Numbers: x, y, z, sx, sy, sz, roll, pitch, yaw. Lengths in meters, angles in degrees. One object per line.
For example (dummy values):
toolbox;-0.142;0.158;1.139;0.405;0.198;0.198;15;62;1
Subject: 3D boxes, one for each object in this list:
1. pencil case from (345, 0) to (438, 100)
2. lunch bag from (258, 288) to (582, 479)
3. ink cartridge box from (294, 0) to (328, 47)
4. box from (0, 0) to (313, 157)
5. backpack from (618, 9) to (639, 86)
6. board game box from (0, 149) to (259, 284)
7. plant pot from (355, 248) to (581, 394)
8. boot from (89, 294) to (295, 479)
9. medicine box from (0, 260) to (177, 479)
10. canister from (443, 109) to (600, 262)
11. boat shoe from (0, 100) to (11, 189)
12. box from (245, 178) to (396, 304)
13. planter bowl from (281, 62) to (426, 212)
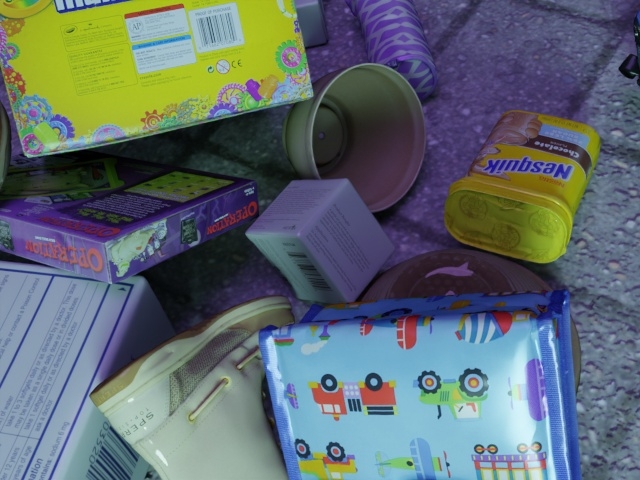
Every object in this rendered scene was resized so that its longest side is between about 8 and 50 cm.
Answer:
pencil case;0.089;-0.258;1.114;0.088;0.086;0.206;-30;46;24
lunch bag;0.092;0.196;0.688;0.221;0.138;0.293;-5;93;21
ink cartridge box;-0.085;-0.321;1.201;0.175;0.072;0.127;-11;51;4
box;-0.193;-0.208;0.961;0.290;0.177;0.279;-14;10;-13
backpack;0.467;-0.170;0.855;0.276;0.213;0.263;-27;64;18
board game box;-0.262;-0.041;0.941;0.347;0.056;0.208;13;22;36
plant pot;0.126;0.089;0.821;0.237;0.110;0.237;-5;53;7
boot;-0.066;0.168;0.800;0.095;0.262;0.203;-36;85;28
medicine box;-0.314;0.166;0.830;0.289;0.149;0.263;5;54;16
canister;0.217;-0.063;0.919;0.126;0.073;0.170;15;43;21
boat shoe;-0.391;-0.052;0.832;0.122;0.120;0.324;-16;49;18
box;0.000;0.000;0.899;0.102;0.101;0.087;4;48;53
planter bowl;0.025;-0.117;0.985;0.162;0.162;0.109;-45;30;-21
